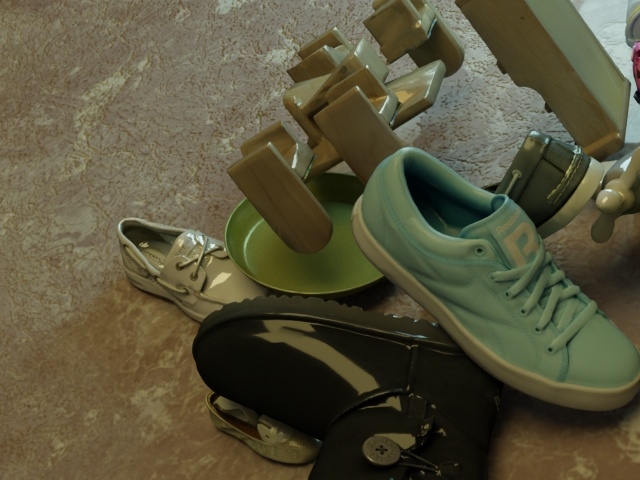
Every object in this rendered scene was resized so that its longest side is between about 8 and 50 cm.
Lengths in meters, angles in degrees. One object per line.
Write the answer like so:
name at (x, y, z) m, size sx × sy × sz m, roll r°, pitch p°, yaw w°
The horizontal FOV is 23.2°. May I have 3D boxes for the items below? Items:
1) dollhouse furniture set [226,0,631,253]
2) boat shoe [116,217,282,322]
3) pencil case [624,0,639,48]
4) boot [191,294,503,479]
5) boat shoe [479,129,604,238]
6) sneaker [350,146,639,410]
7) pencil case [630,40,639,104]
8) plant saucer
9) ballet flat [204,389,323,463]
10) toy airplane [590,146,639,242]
dollhouse furniture set at (0.146, -0.158, 1.930) m, size 0.394 × 0.256 × 0.362 m, roll -30°, pitch 18°, yaw 28°
boat shoe at (-0.164, 0.034, 2.007) m, size 0.277 × 0.096 × 0.098 m, roll 15°, pitch 53°, yaw 36°
pencil case at (0.458, -0.355, 2.061) m, size 0.124 × 0.113 × 0.273 m, roll -8°, pitch 45°, yaw 16°
boot at (-0.008, 0.270, 1.609) m, size 0.367 × 0.146 × 0.445 m, roll 2°, pitch 47°, yaw 15°
boat shoe at (0.196, -0.037, 1.771) m, size 0.116 × 0.099 × 0.319 m, roll -61°, pitch 12°, yaw -29°
sneaker at (0.192, 0.037, 1.639) m, size 0.366 × 0.150 × 0.135 m, roll 34°, pitch 57°, yaw 10°
pencil case at (0.489, -0.219, 1.918) m, size 0.209 × 0.098 × 0.095 m, roll -8°, pitch 54°, yaw 21°
plant saucer at (0.000, 0.000, 1.959) m, size 0.241 × 0.037 × 0.241 m, roll -3°, pitch 40°, yaw 2°
ballet flat at (-0.072, 0.214, 1.809) m, size 0.168 × 0.052 × 0.057 m, roll 15°, pitch 56°, yaw 37°
toy airplane at (0.476, -0.022, 1.592) m, size 0.386 × 0.272 × 0.384 m, roll -20°, pitch 39°, yaw 11°
